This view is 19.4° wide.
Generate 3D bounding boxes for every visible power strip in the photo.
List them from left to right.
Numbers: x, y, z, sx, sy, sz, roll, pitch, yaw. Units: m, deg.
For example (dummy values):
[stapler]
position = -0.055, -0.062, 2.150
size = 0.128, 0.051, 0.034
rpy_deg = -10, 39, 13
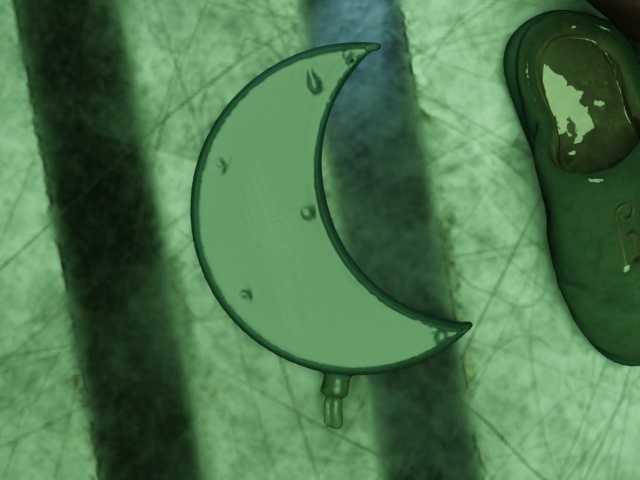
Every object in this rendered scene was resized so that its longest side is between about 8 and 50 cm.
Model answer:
[power strip]
position = 0.000, 0.000, 1.273
size = 0.167, 0.054, 0.253
rpy_deg = -16, 91, 2

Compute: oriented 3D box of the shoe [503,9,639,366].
[shoe]
position = 0.193, -0.038, 1.253
size = 0.103, 0.100, 0.251
rpy_deg = -19, 89, -1

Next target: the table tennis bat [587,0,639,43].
[table tennis bat]
position = 0.250, -0.201, 1.199
size = 0.414, 0.268, 0.051
rpy_deg = 7, 134, 20
